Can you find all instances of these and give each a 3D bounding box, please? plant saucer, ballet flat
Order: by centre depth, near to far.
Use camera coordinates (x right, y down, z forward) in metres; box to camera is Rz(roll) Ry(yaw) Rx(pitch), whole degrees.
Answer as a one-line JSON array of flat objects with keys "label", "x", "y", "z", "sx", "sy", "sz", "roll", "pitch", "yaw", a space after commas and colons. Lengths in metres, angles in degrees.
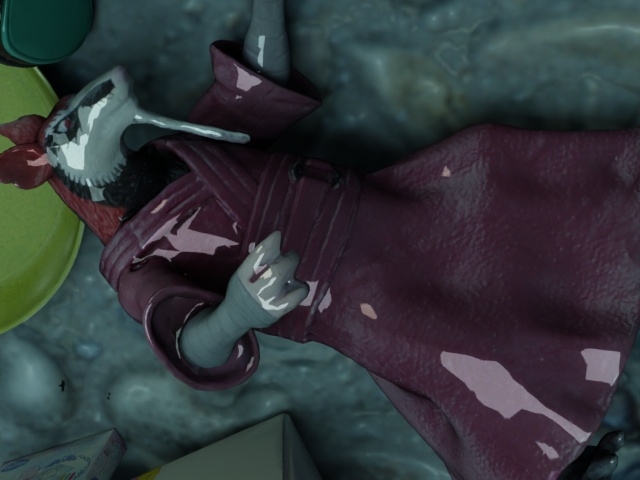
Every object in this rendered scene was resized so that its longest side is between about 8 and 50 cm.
[{"label": "ballet flat", "x": -0.185, "y": -0.129, "z": 0.901, "sx": 0.074, "sy": 0.203, "sz": 0.074, "roll": 1, "pitch": 94, "yaw": 15}, {"label": "plant saucer", "x": -0.248, "y": -0.049, "z": 1.041, "sx": 0.241, "sy": 0.037, "sz": 0.241, "roll": 6, "pitch": 117, "yaw": 11}]

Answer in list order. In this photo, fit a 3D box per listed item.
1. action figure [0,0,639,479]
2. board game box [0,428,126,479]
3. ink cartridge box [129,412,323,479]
[{"label": "action figure", "x": 0.000, "y": 0.000, "z": 0.951, "sx": 0.370, "sy": 0.248, "sz": 0.276, "roll": 17, "pitch": 146, "yaw": 4}, {"label": "board game box", "x": -0.176, "y": 0.161, "z": 1.101, "sx": 0.090, "sy": 0.090, "sz": 0.020, "roll": -19, "pitch": 111, "yaw": 22}, {"label": "ink cartridge box", "x": -0.085, "y": 0.248, "z": 1.049, "sx": 0.232, "sy": 0.168, "sz": 0.171, "roll": -24, "pitch": 110, "yaw": 7}]
